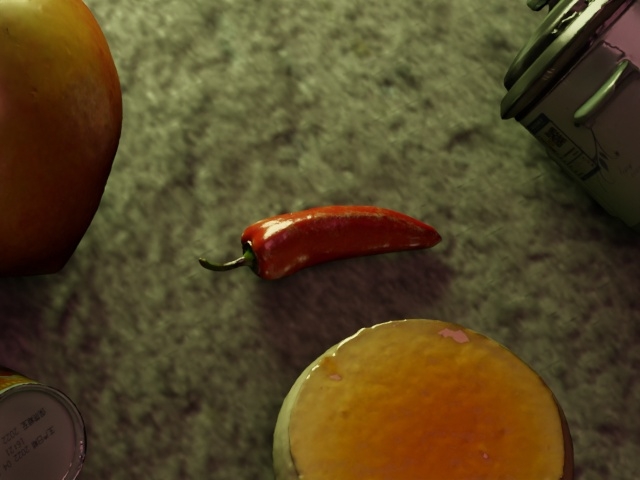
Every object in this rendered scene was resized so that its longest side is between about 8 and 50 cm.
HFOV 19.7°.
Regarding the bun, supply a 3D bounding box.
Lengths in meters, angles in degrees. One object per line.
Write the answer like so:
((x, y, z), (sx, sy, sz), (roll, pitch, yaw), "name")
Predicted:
((0.096, 0.232, 1.818), (0.299, 0.165, 0.299), (2, 57, -3), "bun")

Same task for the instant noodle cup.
((-0.311, 0.184, 1.716), (0.168, 0.185, 0.168), (0, 89, -35), "instant noodle cup")

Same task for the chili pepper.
((0.000, 0.000, 1.936), (0.272, 0.071, 0.063), (-10, 34, -19), "chili pepper")

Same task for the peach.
((-0.339, -0.115, 1.800), (0.308, 0.308, 0.332), (-23, 93, -17), "peach")

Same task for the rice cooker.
((0.339, -0.170, 1.953), (0.316, 0.264, 0.316), (28, 35, -22), "rice cooker")
